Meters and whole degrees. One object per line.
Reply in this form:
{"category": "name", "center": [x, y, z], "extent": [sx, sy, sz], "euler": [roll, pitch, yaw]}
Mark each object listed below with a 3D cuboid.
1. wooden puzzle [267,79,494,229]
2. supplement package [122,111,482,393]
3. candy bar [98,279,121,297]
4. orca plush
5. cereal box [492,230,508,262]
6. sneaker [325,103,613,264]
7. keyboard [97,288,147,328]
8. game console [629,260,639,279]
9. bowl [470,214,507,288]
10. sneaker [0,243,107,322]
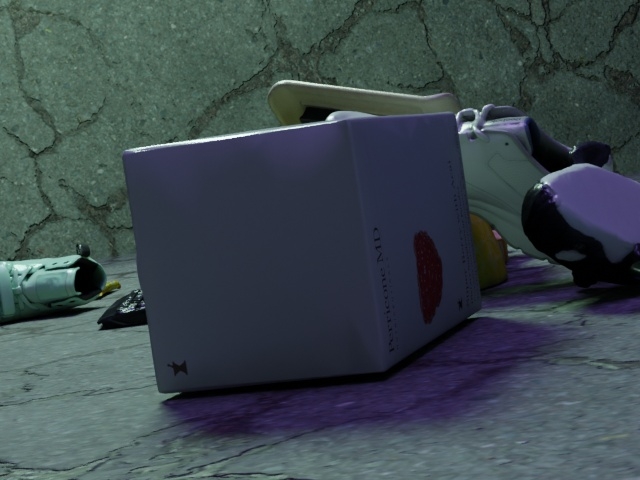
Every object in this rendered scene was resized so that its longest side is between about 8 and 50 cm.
{"category": "wooden puzzle", "center": [0.076, -0.090, 1.582], "extent": [0.239, 0.221, 0.044], "euler": [7, 56, 35]}
{"category": "supplement package", "center": [0.000, 0.000, 1.077], "extent": [0.175, 0.177, 0.293], "euler": [-7, 4, 20]}
{"category": "candy bar", "center": [-0.336, 0.075, 2.127], "extent": [0.040, 0.018, 0.161], "euler": [-5, 3, 3]}
{"category": "orca plush", "center": [0.261, -0.006, 1.260], "extent": [0.287, 0.151, 0.102], "euler": [-17, -23, -51]}
{"category": "cereal box", "center": [0.105, -0.026, 1.723], "extent": [0.240, 0.047, 0.173], "euler": [-8, 40, 8]}
{"category": "sneaker", "center": [0.144, -0.082, 1.349], "extent": [0.297, 0.129, 0.111], "euler": [15, 45, 6]}
{"category": "keyboard", "center": [-0.164, 0.066, 1.718], "extent": [0.201, 0.033, 0.317], "euler": [-8, 4, -4]}
{"category": "game console", "center": [0.382, -0.052, 0.972], "extent": [0.173, 0.250, 0.293], "euler": [18, 2, -15]}
{"category": "bowl", "center": [0.045, -0.016, 1.486], "extent": [0.289, 0.156, 0.289], "euler": [-9, 3, 1]}
{"category": "sneaker", "center": [-0.404, 0.057, 1.846], "extent": [0.151, 0.094, 0.256], "euler": [-14, -3, 40]}
